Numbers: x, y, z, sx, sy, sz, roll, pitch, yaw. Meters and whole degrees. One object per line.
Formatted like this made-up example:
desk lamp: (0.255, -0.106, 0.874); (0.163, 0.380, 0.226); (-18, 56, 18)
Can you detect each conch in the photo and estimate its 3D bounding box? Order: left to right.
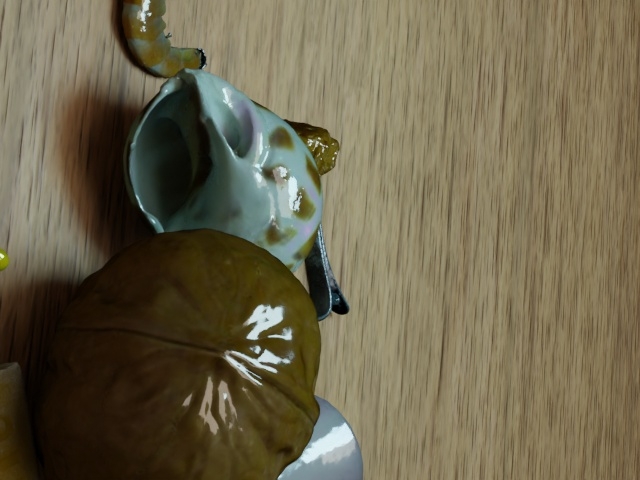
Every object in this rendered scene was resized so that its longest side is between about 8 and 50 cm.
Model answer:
conch: (-0.121, -0.046, 1.894); (0.249, 0.197, 0.368); (-25, 105, -24)

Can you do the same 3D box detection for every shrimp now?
shrimp: (-0.190, -0.288, 1.937); (0.166, 0.049, 0.161); (27, 69, -51)

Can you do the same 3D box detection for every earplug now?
earplug: (-0.102, 0.329, 1.937); (0.301, 0.172, 0.172); (-27, 110, -45)

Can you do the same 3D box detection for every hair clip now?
hair clip: (0.000, 0.000, 2.183); (0.070, 0.039, 0.229); (-12, 96, -52)

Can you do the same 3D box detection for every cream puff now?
cream puff: (-0.037, -0.114, 2.073); (0.116, 0.122, 0.094); (-113, -145, -71)

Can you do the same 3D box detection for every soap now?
soap: (-0.374, 0.259, 1.635); (0.140, 0.073, 0.232); (-18, 103, -53)

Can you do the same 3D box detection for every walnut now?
walnut: (-0.156, 0.165, 1.701); (0.308, 0.398, 0.354); (15, 76, -14)

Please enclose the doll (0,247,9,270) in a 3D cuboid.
doll: (-0.403, 0.043, 1.628); (0.135, 0.071, 0.113); (-12, 116, -47)
